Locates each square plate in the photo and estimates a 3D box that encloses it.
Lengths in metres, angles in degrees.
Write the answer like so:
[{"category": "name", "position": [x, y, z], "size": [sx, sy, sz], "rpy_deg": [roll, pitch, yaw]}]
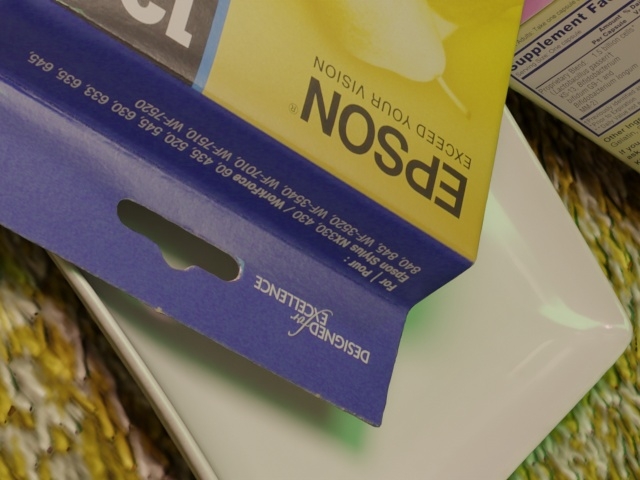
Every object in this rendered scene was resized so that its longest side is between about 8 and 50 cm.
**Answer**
[{"category": "square plate", "position": [0.000, 0.000, 1.074], "size": [0.344, 0.049, 0.347], "rpy_deg": [-40, 102, -43]}]

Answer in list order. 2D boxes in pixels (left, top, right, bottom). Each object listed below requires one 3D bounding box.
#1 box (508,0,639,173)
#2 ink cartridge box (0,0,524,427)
[{"category": "box", "position": [0.216, -0.161, 1.244], "size": [0.243, 0.117, 0.214], "rpy_deg": [30, 42, -31]}, {"category": "ink cartridge box", "position": [-0.032, -0.105, 1.006], "size": [0.303, 0.072, 0.307], "rpy_deg": [30, 55, -30]}]
